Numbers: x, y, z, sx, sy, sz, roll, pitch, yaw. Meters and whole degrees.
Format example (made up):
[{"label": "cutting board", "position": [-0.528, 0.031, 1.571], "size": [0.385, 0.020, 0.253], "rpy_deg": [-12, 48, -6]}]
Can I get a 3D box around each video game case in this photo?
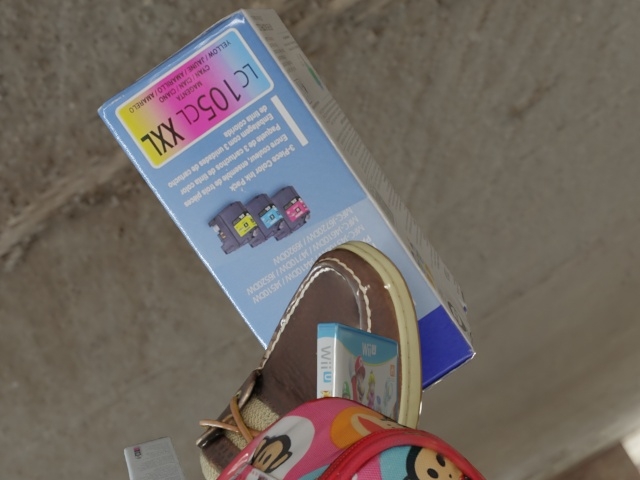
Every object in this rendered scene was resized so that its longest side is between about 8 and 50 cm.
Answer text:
[{"label": "video game case", "position": [0.024, 0.139, 0.858], "size": [0.015, 0.166, 0.119], "rpy_deg": [-3, 170, 21]}]

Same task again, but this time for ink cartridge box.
[{"label": "ink cartridge box", "position": [0.000, 0.000, 1.228], "size": [0.151, 0.395, 0.270], "rpy_deg": [-35, -175, 8]}, {"label": "ink cartridge box", "position": [-0.145, 0.412, 1.572], "size": [0.071, 0.324, 0.330], "rpy_deg": [-14, -173, -8]}]

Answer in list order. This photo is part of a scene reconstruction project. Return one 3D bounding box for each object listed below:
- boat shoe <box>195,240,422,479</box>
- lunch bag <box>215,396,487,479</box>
[{"label": "boat shoe", "position": [-0.028, 0.163, 1.030], "size": [0.123, 0.123, 0.342], "rpy_deg": [-6, 123, -43]}, {"label": "lunch bag", "position": [0.001, 0.251, 0.667], "size": [0.293, 0.258, 0.120], "rpy_deg": [-46, -156, -16]}]
